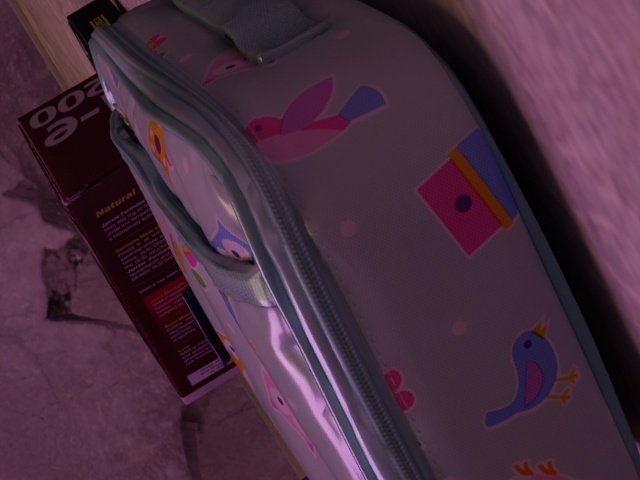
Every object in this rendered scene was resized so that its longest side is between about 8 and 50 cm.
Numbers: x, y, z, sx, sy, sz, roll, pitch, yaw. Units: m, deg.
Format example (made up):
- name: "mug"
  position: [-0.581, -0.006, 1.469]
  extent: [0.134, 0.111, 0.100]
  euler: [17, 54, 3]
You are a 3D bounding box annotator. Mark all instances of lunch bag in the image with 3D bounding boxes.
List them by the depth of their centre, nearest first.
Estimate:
- name: "lunch bag"
  position: [0.000, 0.000, 0.635]
  extent: [0.224, 0.108, 0.279]
  euler: [61, 172, -22]

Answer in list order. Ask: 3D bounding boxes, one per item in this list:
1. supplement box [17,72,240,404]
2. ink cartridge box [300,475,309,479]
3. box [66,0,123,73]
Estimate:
- name: "supplement box"
  position: [-0.072, -0.012, 0.953]
  extent: [0.073, 0.130, 0.239]
  euler: [53, 170, 32]
- name: "ink cartridge box"
  position: [0.060, 0.218, 0.877]
  extent: [0.168, 0.171, 0.233]
  euler: [55, 171, 24]
- name: "box"
  position: [-0.120, -0.081, 1.290]
  extent: [0.184, 0.045, 0.191]
  euler: [52, 171, 49]
